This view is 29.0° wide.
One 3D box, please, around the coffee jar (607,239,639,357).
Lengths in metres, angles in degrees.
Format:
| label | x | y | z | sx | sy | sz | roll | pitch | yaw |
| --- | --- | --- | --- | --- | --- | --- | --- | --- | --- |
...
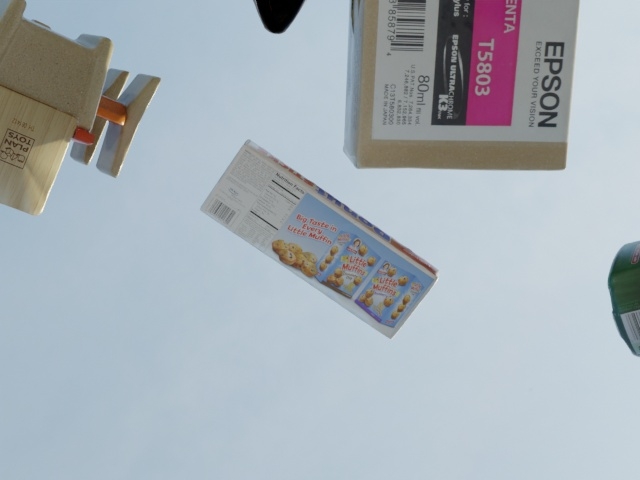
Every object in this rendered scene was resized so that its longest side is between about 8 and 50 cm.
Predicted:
| label | x | y | z | sx | sy | sz | roll | pitch | yaw |
| --- | --- | --- | --- | --- | --- | --- | --- | --- | --- |
| coffee jar | 0.311 | 0.026 | 0.910 | 0.079 | 0.184 | 0.096 | 67 | -151 | -14 |

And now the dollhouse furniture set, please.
| label | x | y | z | sx | sy | sz | roll | pitch | yaw |
| --- | --- | --- | --- | --- | --- | --- | --- | --- | --- |
| dollhouse furniture set | -0.261 | -0.114 | 0.950 | 0.262 | 0.259 | 0.135 | 22 | -91 | -31 |

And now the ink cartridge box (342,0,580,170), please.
| label | x | y | z | sx | sy | sz | roll | pitch | yaw |
| --- | --- | --- | --- | --- | --- | --- | --- | --- | --- |
| ink cartridge box | 0.122 | -0.181 | 1.077 | 0.193 | 0.088 | 0.235 | 0 | -75 | -7 |

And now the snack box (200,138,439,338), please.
| label | x | y | z | sx | sy | sz | roll | pitch | yaw |
| --- | --- | --- | --- | --- | --- | --- | --- | --- | --- |
| snack box | 0.000 | 0.000 | 0.937 | 0.178 | 0.064 | 0.022 | 34 | -162 | -5 |

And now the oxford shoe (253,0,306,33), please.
| label | x | y | z | sx | sy | sz | roll | pitch | yaw |
| --- | --- | --- | --- | --- | --- | --- | --- | --- | --- |
| oxford shoe | -0.029 | -0.298 | 1.222 | 0.096 | 0.271 | 0.098 | 5 | -108 | 0 |
